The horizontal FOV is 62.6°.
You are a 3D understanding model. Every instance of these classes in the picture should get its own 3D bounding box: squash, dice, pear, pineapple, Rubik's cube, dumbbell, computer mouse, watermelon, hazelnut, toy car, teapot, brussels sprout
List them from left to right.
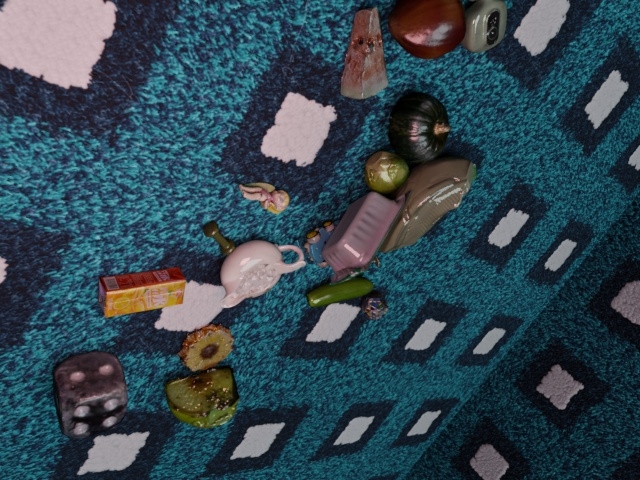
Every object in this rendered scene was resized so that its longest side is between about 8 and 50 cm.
[{"bbox_3d":[-0.672,0.447,1.535,0.183,0.181,0.182,-7,130,-35],"label":"dice"},{"bbox_3d":[-0.411,0.575,1.845,0.238,0.164,0.255,-13,147,-22],"label":"pear"},{"bbox_3d":[-0.385,0.372,1.795,0.221,0.047,0.221,-22,136,-23],"label":"pineapple"},{"bbox_3d":[-0.294,-0.006,1.537,0.046,0.052,0.118,-20,140,12],"label":"dumbbell"},{"bbox_3d":[-0.196,0.091,1.630,0.298,0.139,0.204,-32,136,-10],"label":"teapot"},{"bbox_3d":[0.000,0.000,1.759,0.161,0.098,0.126,-48,128,-33],"label":"toy car"},{"bbox_3d":[0.070,0.187,1.959,0.292,0.082,0.082,-10,130,-29],"label":"squash"},{"bbox_3d":[0.135,-0.511,1.423,0.154,0.094,0.241,-29,135,-25],"label":"watermelon"},{"bbox_3d":[0.221,0.267,2.134,0.093,0.111,0.111,21,113,-16],"label":"Rubik's cube"},{"bbox_3d":[0.208,-0.220,1.690,0.155,0.117,0.155,-5,127,-7],"label":"brussels sprout"},{"bbox_3d":[0.315,-0.135,1.748,0.145,0.228,0.429,32,121,-23],"label":"computer mouse"},{"bbox_3d":[0.302,-0.345,1.613,0.218,0.172,0.218,-13,118,-25],"label":"squash"},{"bbox_3d":[0.272,-0.574,1.391,0.208,0.208,0.208,-21,135,-23],"label":"hazelnut"}]

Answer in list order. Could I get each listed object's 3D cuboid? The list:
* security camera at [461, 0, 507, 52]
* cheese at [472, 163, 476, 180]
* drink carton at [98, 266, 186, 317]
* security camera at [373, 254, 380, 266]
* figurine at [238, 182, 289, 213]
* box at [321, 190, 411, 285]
[{"bbox_3d":[0.475,-0.698,1.524,0.157,0.080,0.302,-28,134,-14],"label":"security camera"},{"bbox_3d":[0.418,-0.194,1.900,0.320,0.083,0.204,-22,132,-6],"label":"cheese"},{"bbox_3d":[-0.503,0.145,1.491,0.222,0.071,0.096,-8,128,-34],"label":"drink carton"},{"bbox_3d":[0.172,0.087,1.981,0.092,0.058,0.058,-18,134,-13],"label":"security camera"},{"bbox_3d":[-0.164,-0.123,1.529,0.187,0.083,0.083,9,118,-49],"label":"figurine"},{"bbox_3d":[0.118,-0.027,1.669,0.106,0.264,0.337,38,63,-13],"label":"box"}]
